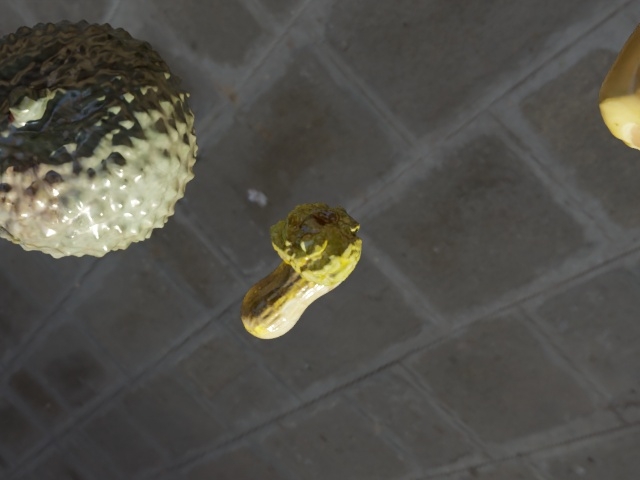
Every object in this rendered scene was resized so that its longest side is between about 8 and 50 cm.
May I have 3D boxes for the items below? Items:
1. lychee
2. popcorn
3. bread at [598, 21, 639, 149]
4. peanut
[{"bbox_3d":[-0.252,-0.099,1.063,0.255,0.255,0.274,39,169,9],"label":"lychee"},{"bbox_3d":[0.000,0.000,1.347,0.116,0.106,0.121,49,179,-24],"label":"popcorn"},{"bbox_3d":[0.316,-0.144,0.849,0.134,0.173,0.085,31,180,-35],"label":"bread"},{"bbox_3d":[-0.031,0.059,1.478,0.087,0.207,0.087,42,-169,-10],"label":"peanut"}]
